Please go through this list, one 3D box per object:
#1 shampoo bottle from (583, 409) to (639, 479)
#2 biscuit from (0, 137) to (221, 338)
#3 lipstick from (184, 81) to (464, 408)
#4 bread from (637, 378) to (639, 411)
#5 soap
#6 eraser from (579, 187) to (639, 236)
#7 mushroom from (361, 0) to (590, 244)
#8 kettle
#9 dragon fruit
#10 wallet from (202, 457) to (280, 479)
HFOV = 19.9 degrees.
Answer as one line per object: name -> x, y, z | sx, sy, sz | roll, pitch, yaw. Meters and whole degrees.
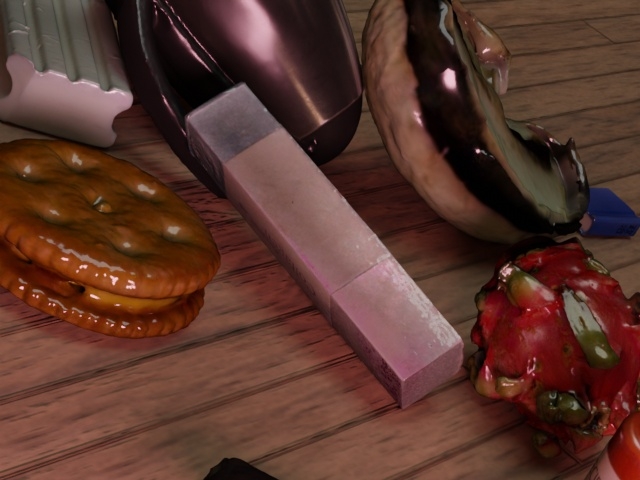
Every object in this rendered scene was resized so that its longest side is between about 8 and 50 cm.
shampoo bottle -> 0.227, 0.192, 1.252 | 0.104, 0.278, 0.104 | 22, 27, -12
biscuit -> -0.186, -0.005, 1.467 | 0.220, 0.066, 0.220 | 22, 23, -10
lipstick -> 0.000, 0.000, 1.557 | 0.068, 0.066, 0.317 | -33, 65, -16
bread -> 0.276, 0.123, 1.685 | 0.052, 0.044, 0.157 | 21, 26, 1
soap -> -0.250, -0.174, 1.706 | 0.119, 0.067, 0.198 | 14, 29, -22
eraser -> 0.305, -0.031, 2.006 | 0.084, 0.027, 0.063 | 1, 38, -43
mushroom -> 0.143, -0.124, 1.814 | 0.344, 0.130, 0.248 | 43, 31, -48
kettle -> -0.060, -0.187, 1.742 | 0.271, 0.207, 0.251 | 56, 10, -11
dragon fruit -> 0.207, 0.093, 1.560 | 0.166, 0.160, 0.172 | 33, 18, -41
wallet -> 0.022, 0.214, 1.228 | 0.229, 0.049, 0.182 | 27, 2, 1
